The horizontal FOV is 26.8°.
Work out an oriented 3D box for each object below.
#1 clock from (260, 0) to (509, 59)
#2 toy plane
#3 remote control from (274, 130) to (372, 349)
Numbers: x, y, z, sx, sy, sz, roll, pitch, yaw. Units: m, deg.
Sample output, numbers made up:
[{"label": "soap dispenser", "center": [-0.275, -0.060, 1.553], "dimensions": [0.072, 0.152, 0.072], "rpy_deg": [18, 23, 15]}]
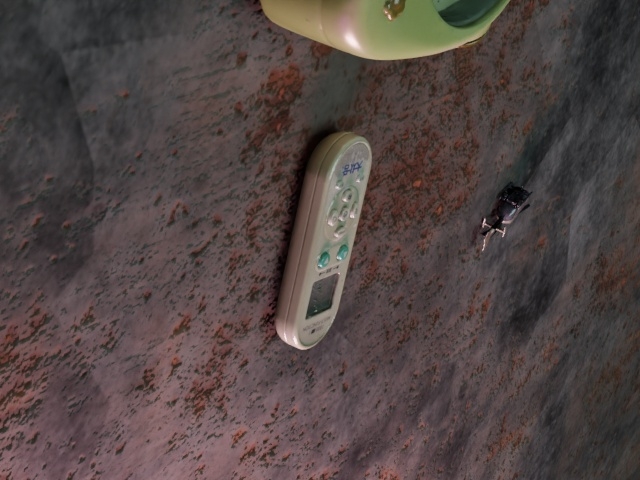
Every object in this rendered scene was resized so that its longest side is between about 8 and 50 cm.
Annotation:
[{"label": "clock", "center": [0.100, -0.302, 1.135], "dimensions": [0.348, 0.117, 0.286], "rpy_deg": [-13, 123, -58]}, {"label": "toy plane", "center": [0.233, -0.034, 1.681], "dimensions": [0.121, 0.031, 0.049], "rpy_deg": [-43, 154, -42]}, {"label": "remote control", "center": [0.000, 0.000, 1.281], "dimensions": [0.078, 0.042, 0.221], "rpy_deg": [-22, 131, -55]}]
